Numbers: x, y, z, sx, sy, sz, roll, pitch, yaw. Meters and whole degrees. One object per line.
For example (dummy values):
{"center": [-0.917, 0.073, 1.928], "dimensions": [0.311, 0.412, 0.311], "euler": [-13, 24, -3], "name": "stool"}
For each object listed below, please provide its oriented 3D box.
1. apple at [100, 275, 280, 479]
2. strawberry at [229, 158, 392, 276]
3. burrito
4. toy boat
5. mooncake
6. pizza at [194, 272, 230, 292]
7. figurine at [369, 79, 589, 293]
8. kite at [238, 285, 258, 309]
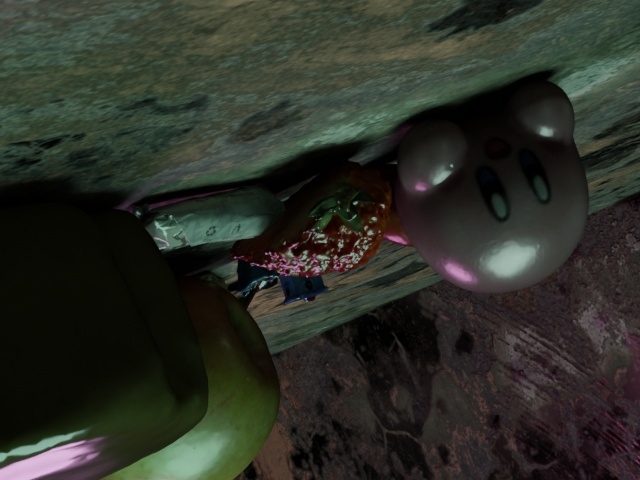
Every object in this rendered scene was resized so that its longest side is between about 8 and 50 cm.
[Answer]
{"center": [-0.201, 0.199, 1.961], "dimensions": [0.277, 0.319, 0.319], "euler": [-19, 173, 14], "name": "apple"}
{"center": [0.005, -0.005, 1.631], "dimensions": [0.175, 0.107, 0.236], "euler": [-44, -169, -11], "name": "strawberry"}
{"center": [-0.120, -0.024, 1.543], "dimensions": [0.203, 0.064, 0.064], "euler": [-11, 168, -44], "name": "burrito"}
{"center": [-0.020, 0.042, 2.111], "dimensions": [0.223, 0.097, 0.100], "euler": [-15, 173, -30], "name": "toy boat"}
{"center": [-0.346, 0.136, 1.353], "dimensions": [0.467, 0.262, 0.467], "euler": [-19, 170, -4], "name": "mooncake"}
{"center": [-0.226, 0.119, 2.178], "dimensions": [0.204, 0.081, 0.188], "euler": [-18, 172, -4], "name": "pizza"}
{"center": [0.202, -0.043, 1.660], "dimensions": [0.269, 0.211, 0.261], "euler": [-19, 172, -10], "name": "figurine"}
{"center": [-0.150, 0.128, 2.431], "dimensions": [0.141, 0.015, 0.245], "euler": [-58, -170, -15], "name": "kite"}
